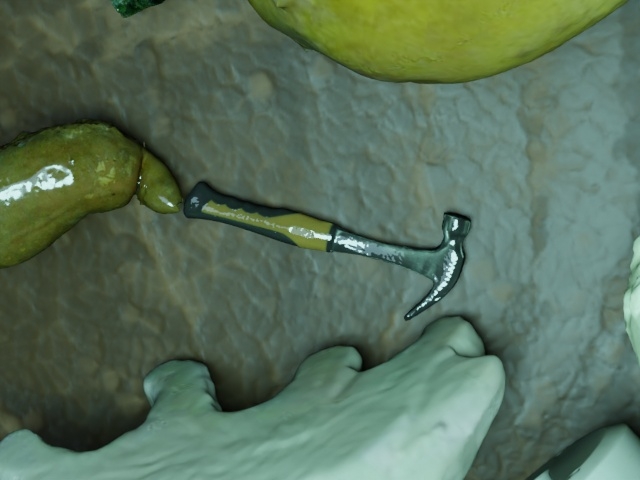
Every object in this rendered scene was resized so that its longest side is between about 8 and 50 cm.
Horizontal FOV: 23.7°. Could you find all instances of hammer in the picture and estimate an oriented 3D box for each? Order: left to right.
[{"bbox_3d":[0.000,0.000,1.050,0.201,0.021,0.078,14,101,13],"label":"hammer"}]

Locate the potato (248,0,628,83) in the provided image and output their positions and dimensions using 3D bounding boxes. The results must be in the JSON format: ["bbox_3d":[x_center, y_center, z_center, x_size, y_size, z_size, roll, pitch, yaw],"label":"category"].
[{"bbox_3d":[0.135,-0.195,0.836,0.397,0.290,0.296,31,98,23],"label":"potato"}]

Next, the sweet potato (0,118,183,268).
[{"bbox_3d":[-0.250,-0.039,1.073,0.310,0.098,0.124,10,70,16],"label":"sweet potato"}]

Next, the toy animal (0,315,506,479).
[{"bbox_3d":[-0.020,0.180,1.021,0.308,0.266,0.188,-26,109,-25],"label":"toy animal"}]

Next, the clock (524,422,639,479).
[{"bbox_3d":[0.124,0.211,0.938,0.230,0.230,0.083,-42,81,16],"label":"clock"}]

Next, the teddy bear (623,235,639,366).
[{"bbox_3d":[0.344,0.025,0.807,0.362,0.327,0.375,-38,73,43],"label":"teddy bear"}]

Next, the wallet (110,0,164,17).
[{"bbox_3d":[-0.072,-0.272,1.017,0.236,0.055,0.160,-29,93,12],"label":"wallet"}]
